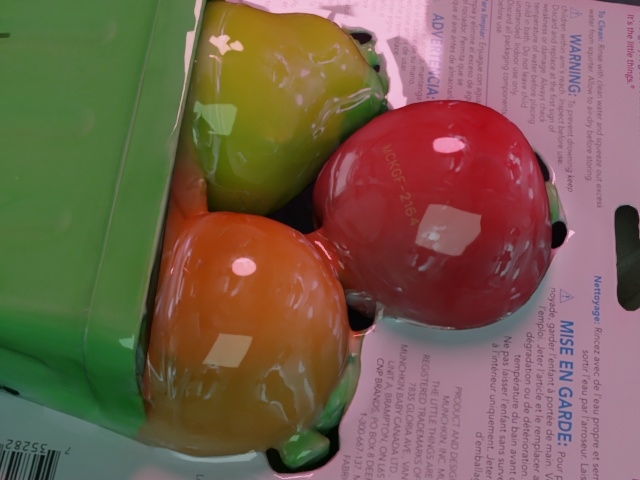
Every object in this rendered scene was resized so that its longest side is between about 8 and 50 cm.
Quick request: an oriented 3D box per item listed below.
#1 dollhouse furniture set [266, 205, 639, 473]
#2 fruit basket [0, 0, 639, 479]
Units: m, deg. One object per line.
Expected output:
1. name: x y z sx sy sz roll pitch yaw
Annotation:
1. dollhouse furniture set: 0.088 0.123 0.756 0.301 0.151 0.197 -37 118 -13
2. fruit basket: 0.000 0.000 0.650 0.353 0.165 0.327 9 61 -5
